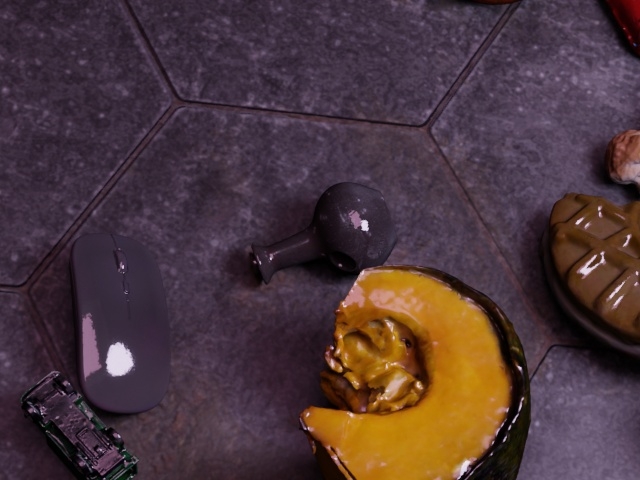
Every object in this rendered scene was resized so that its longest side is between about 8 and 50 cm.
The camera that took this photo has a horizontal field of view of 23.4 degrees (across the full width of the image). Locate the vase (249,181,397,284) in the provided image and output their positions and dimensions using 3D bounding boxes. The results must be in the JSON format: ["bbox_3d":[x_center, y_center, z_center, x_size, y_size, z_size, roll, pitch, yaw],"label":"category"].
[{"bbox_3d":[0.000,0.000,1.927,0.183,0.120,0.120,-20,68,0],"label":"vase"}]

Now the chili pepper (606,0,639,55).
[{"bbox_3d":[0.444,-0.365,2.164,0.110,0.110,0.387,-14,64,-14],"label":"chili pepper"}]

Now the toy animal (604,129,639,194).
[{"bbox_3d":[0.452,-0.158,2.034,0.185,0.104,0.183,-18,112,-6],"label":"toy animal"}]

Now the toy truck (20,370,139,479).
[{"bbox_3d":[-0.280,0.225,1.792,0.065,0.079,0.147,-39,76,-21],"label":"toy truck"}]

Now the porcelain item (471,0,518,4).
[{"bbox_3d":[0.241,-0.457,2.105,0.253,0.253,0.253,3,64,-6],"label":"porcelain item"}]

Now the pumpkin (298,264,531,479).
[{"bbox_3d":[0.115,0.199,1.778,0.256,0.225,0.303,21,67,11],"label":"pumpkin"}]

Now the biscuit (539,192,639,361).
[{"bbox_3d":[0.469,0.036,1.922,0.366,0.115,0.268,-9,50,2],"label":"biscuit"}]

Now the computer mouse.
[{"bbox_3d":[-0.241,0.094,1.857,0.120,0.057,0.232,9,61,-31],"label":"computer mouse"}]
